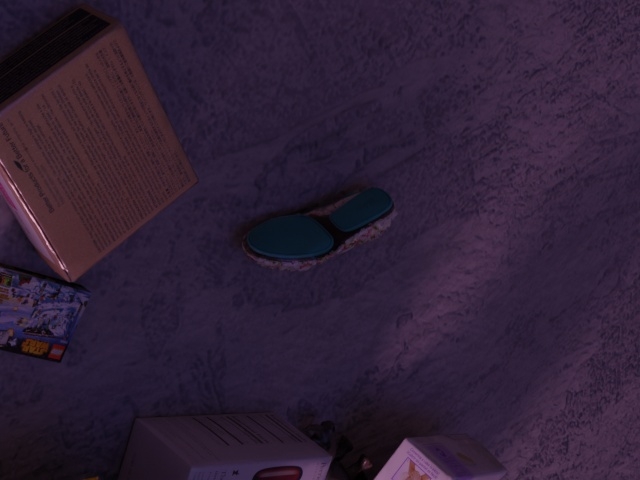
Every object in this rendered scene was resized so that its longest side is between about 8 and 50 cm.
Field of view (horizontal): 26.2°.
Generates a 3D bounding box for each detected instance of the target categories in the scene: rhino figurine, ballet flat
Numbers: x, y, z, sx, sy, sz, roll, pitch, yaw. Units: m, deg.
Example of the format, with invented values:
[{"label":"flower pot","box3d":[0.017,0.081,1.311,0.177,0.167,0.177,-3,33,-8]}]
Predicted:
[{"label":"rhino figurine","box3d":[0.019,0.343,2.000,0.106,0.073,0.243,-42,137,-17]},{"label":"ballet flat","box3d":[0.000,0.000,1.799,0.241,0.091,0.077,-19,146,-30]}]

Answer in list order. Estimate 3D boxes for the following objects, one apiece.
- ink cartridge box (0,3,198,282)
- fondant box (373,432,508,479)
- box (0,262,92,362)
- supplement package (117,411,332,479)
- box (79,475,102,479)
[{"label":"ink cartridge box","box3d":[-0.263,-0.105,1.492,0.193,0.088,0.234,-39,134,-18]},{"label":"fondant box","box3d":[0.111,0.442,2.042,0.330,0.096,0.238,-55,154,11]},{"label":"box","box3d":[-0.338,0.083,1.570,0.137,0.027,0.094,21,96,-46]},{"label":"supplement package","box3d":[-0.128,0.317,1.811,0.244,0.134,0.139,3,110,-43]},{"label":"box","box3d":[-0.271,0.395,1.640,0.322,0.257,0.079,45,38,-44]}]
